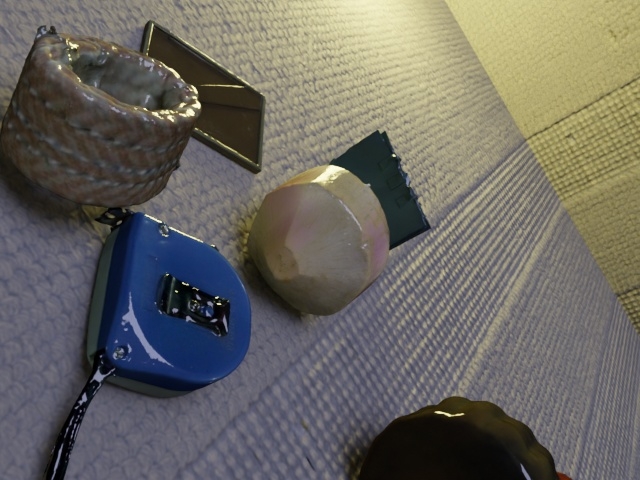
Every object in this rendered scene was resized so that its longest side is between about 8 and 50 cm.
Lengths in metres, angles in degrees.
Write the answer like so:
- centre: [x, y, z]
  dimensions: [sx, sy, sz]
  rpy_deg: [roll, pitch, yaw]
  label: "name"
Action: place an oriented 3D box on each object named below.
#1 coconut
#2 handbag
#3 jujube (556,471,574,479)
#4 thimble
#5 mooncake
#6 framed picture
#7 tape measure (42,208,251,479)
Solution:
- centre: [0.000, 0.000, 1.000]
  dimensions: [0.237, 0.197, 0.237]
  rpy_deg: [36, 42, -40]
  label: "coconut"
- centre: [0.117, -0.093, 1.256]
  dimensions: [0.057, 0.144, 0.221]
  rpy_deg: [-5, 69, -54]
  label: "handbag"
- centre: [0.399, 0.564, 1.122]
  dimensions: [0.197, 0.197, 0.290]
  rpy_deg: [35, 57, -32]
  label: "jujube"
- centre: [-0.260, -0.149, 0.773]
  dimensions: [0.229, 0.148, 0.196]
  rpy_deg: [-3, 46, -53]
  label: "thimble"
- centre: [0.210, 0.376, 0.922]
  dimensions: [0.161, 0.290, 0.290]
  rpy_deg: [3, 64, -55]
  label: "mooncake"
- centre: [-0.196, -0.245, 1.074]
  dimensions: [0.260, 0.023, 0.189]
  rpy_deg: [28, 46, -38]
  label: "framed picture"
- centre: [-0.190, 0.144, 0.751]
  dimensions: [0.215, 0.098, 0.351]
  rpy_deg: [28, 49, -37]
  label: "tape measure"
